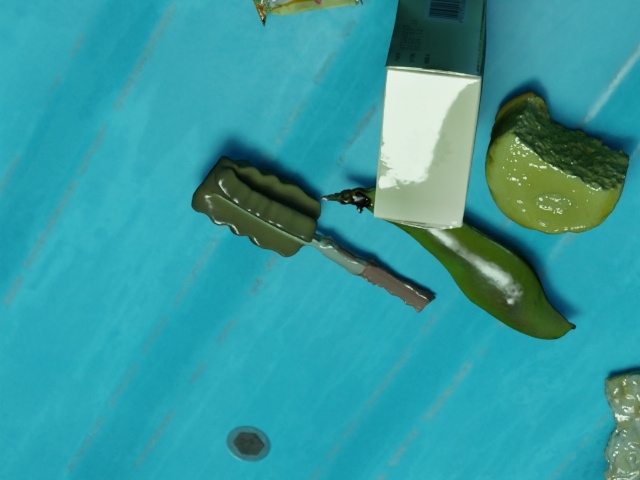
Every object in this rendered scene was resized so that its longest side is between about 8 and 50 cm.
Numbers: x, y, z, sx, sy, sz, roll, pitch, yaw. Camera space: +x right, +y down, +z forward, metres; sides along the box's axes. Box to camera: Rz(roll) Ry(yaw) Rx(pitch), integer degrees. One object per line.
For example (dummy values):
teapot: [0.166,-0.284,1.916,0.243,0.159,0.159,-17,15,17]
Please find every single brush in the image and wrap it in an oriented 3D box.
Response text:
brush: [0.000,0.000,1.799,0.301,0.071,0.084,28,137,-18]

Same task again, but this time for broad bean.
broad bean: [0.149,0.012,1.779,0.325,0.067,0.075,34,89,-9]

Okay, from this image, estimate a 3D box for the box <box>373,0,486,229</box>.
box: [0.109,-0.135,1.606,0.095,0.212,0.168,8,121,3]

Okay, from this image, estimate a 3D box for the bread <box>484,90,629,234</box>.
bread: [0.238,-0.070,1.702,0.156,0.086,0.125,31,130,-6]

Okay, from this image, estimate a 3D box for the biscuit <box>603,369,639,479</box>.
biscuit: [0.414,0.250,1.889,0.188,0.040,0.265,-31,110,23]

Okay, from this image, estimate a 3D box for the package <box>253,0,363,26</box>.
package: [-0.025,-0.277,1.648,0.121,0.031,0.108,-11,118,14]
